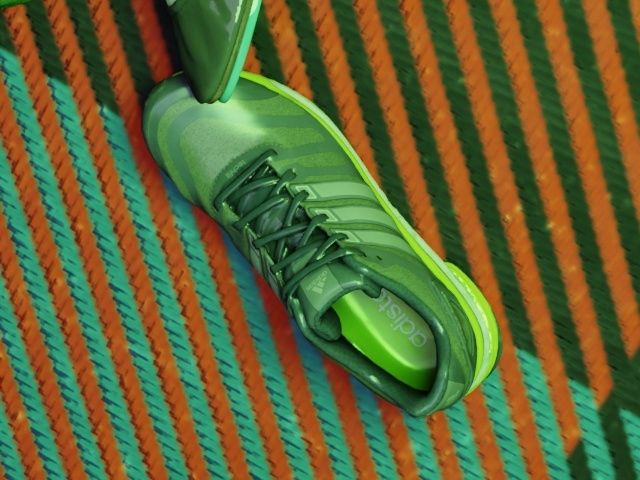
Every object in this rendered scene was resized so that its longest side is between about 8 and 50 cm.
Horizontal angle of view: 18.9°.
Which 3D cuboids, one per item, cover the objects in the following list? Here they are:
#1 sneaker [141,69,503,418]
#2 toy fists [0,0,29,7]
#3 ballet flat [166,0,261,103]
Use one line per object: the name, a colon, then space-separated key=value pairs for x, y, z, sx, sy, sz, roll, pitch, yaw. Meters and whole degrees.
sneaker: x=0.000 y=0.000 z=1.264 sx=0.300 sy=0.121 sz=0.111 roll=42 pitch=104 yaw=-2
toy fists: x=-0.294 y=-0.245 z=1.238 sx=0.279 sy=0.142 sz=0.096 roll=32 pitch=87 yaw=-7
ballet flat: x=-0.060 y=-0.230 z=1.225 sx=0.096 sy=0.095 sz=0.280 roll=19 pitch=90 yaw=-13
